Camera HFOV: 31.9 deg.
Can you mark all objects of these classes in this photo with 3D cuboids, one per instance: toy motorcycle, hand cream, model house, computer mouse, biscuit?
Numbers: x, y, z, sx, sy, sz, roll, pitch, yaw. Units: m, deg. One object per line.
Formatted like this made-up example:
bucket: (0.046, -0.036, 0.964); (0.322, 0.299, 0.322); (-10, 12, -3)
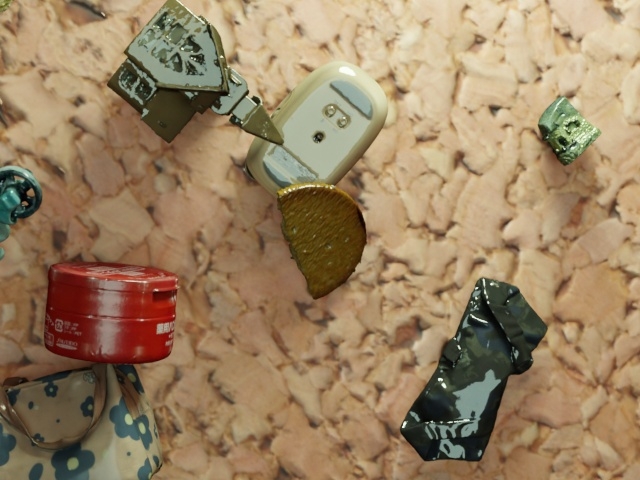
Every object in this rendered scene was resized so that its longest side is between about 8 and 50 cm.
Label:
toy motorcycle: (-0.548, -0.072, 1.615); (0.260, 0.154, 0.206); (32, 114, -12)
hand cream: (-0.303, 0.102, 1.625); (0.193, 0.193, 0.125); (6, 97, -6)
model house: (0.377, -0.170, 1.733); (0.079, 0.066, 0.083); (-43, 96, -3)
computer mouse: (-0.005, -0.159, 1.682); (0.145, 0.082, 0.236); (38, 102, -11)
biscuit: (0.008, -0.010, 1.694); (0.126, 0.025, 0.206); (-23, 124, -8)
model house: (-0.161, -0.204, 1.613); (0.248, 0.181, 0.176); (40, 93, -2)

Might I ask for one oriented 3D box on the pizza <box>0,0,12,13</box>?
pizza: (-0.536, -0.348, 1.617); (0.204, 0.080, 0.188); (9, 94, -8)

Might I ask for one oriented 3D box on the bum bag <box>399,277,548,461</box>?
bum bag: (0.243, 0.211, 1.747); (0.137, 0.074, 0.310); (29, 86, 4)

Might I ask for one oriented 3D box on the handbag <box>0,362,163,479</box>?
handbag: (-0.373, 0.282, 1.642); (0.252, 0.190, 0.193); (-12, 86, 0)
